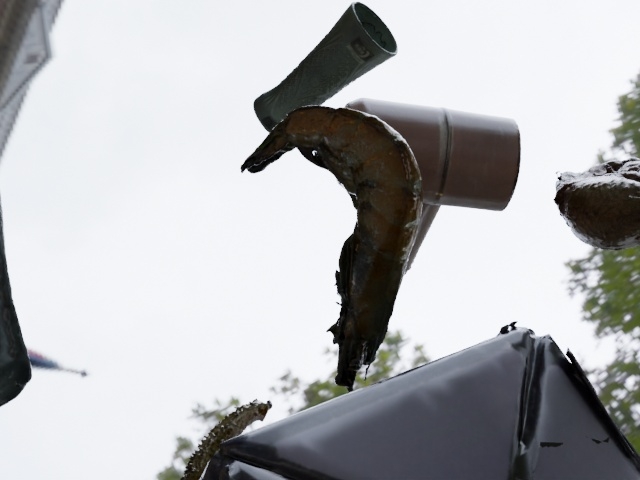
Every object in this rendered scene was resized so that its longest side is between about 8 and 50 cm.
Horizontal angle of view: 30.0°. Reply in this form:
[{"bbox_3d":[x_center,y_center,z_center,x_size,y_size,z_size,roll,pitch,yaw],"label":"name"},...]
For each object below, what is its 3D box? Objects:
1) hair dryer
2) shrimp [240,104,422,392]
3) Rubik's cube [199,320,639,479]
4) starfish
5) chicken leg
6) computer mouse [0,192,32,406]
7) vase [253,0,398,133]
[{"bbox_3d":[0.092,-0.030,1.382,0.344,0.189,0.106,108,-14,-57],"label":"hair dryer"},{"bbox_3d":[0.000,0.000,1.104,0.198,0.051,0.262,24,-63,35],"label":"shrimp"},{"bbox_3d":[0.079,0.289,0.857,0.305,0.310,0.307,56,-35,24],"label":"Rubik's cube"},{"bbox_3d":[-0.134,0.336,1.307,0.113,0.303,0.312,25,-71,18],"label":"starfish"},{"bbox_3d":[0.343,-0.046,1.275,0.177,0.322,0.083,-18,-82,13],"label":"chicken leg"},{"bbox_3d":[-0.395,0.018,1.141,0.122,0.188,0.371,-32,-109,58],"label":"computer mouse"},{"bbox_3d":[0.001,-0.237,1.716,0.219,0.096,0.096,-38,-101,26],"label":"vase"}]
